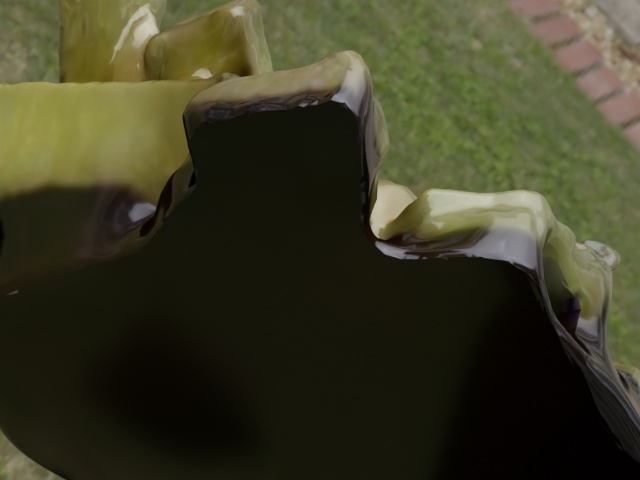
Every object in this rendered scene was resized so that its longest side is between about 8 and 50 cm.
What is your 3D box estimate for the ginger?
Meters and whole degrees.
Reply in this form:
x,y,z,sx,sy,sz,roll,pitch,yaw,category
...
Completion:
x,y,z,sx,sy,sz,roll,pitch,yaw,category
0.000,0.000,0.737,0.413,0.358,0.211,33,49,-17,ginger
